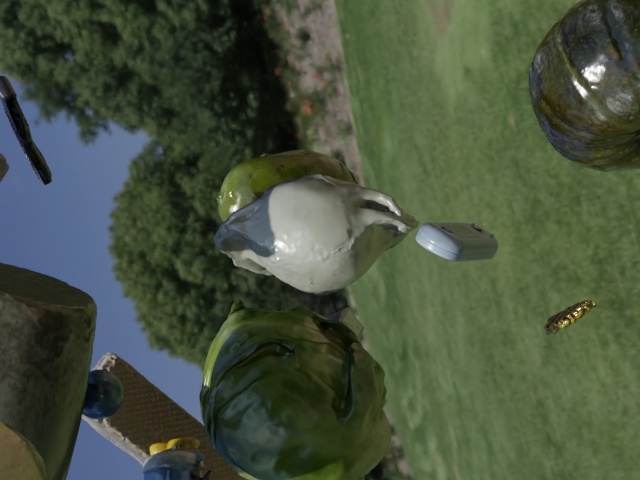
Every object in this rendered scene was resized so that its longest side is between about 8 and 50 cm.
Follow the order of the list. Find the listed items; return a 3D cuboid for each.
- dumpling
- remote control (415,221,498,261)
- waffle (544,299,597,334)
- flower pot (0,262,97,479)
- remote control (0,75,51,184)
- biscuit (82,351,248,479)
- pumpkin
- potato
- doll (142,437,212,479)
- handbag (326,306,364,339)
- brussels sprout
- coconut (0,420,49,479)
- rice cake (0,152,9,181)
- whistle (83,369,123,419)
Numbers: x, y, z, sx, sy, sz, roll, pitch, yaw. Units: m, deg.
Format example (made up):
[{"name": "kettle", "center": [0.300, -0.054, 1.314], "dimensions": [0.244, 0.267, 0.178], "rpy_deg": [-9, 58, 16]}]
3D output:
[{"name": "dumpling", "center": [0.000, 0.000, 1.264], "dimensions": [0.193, 0.258, 0.146], "rpy_deg": [61, -158, -63]}, {"name": "remote control", "center": [0.238, -0.001, 1.685], "dimensions": [0.244, 0.087, 0.047], "rpy_deg": [-2, -63, -62]}, {"name": "waffle", "center": [0.335, 0.102, 1.334], "dimensions": [0.016, 0.078, 0.085], "rpy_deg": [60, -175, 1]}, {"name": "flower pot", "center": [-0.477, 0.214, 1.433], "dimensions": [0.293, 0.294, 0.330], "rpy_deg": [-109, 38, -82]}, {"name": "remote control", "center": [-0.461, -0.168, 1.533], "dimensions": [0.059, 0.028, 0.212], "rpy_deg": [51, 162, 30]}, {"name": "biscuit", "center": [-0.315, 0.407, 2.007], "dimensions": [0.426, 0.144, 0.078], "rpy_deg": [44, 150, -18]}, {"name": "pumpkin", "center": [0.308, -0.162, 0.953], "dimensions": [0.223, 0.224, 0.157], "rpy_deg": [76, -179, -61]}, {"name": "potato", "center": [-0.049, -0.061, 1.588], "dimensions": [0.253, 0.186, 0.148], "rpy_deg": [12, -129, -39]}, {"name": "doll", "center": [-0.243, 0.500, 1.684], "dimensions": [0.141, 0.177, 0.313], "rpy_deg": [29, -130, -52]}, {"name": "handbag", "center": [-0.001, 0.209, 1.892], "dimensions": [0.095, 0.173, 0.117], "rpy_deg": [55, -165, -1]}, {"name": "brussels sprout", "center": [-0.034, 0.205, 1.278], "dimensions": [0.294, 0.227, 0.259], "rpy_deg": [34, -174, -35]}, {"name": "coconut", "center": [-0.388, 0.280, 0.977], "dimensions": [0.222, 0.202, 0.202], "rpy_deg": [-34, -68, -61]}, {"name": "rice cake", "center": [-0.443, 0.018, 1.047], "dimensions": [0.050, 0.106, 0.297], "rpy_deg": [58, -138, -42]}, {"name": "whistle", "center": [-0.371, 0.261, 1.630], "dimensions": [0.158, 0.090, 0.090], "rpy_deg": [-102, -2, -79]}]
